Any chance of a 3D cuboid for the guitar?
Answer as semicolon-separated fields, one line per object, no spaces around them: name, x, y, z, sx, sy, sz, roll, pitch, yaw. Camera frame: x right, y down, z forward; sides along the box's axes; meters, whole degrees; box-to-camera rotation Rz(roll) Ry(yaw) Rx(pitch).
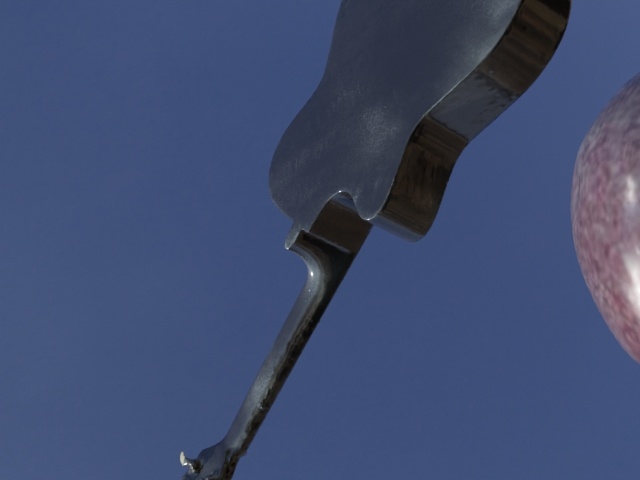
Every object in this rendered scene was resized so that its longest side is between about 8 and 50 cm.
guitar;0.000;0.000;0.364;0.025;0.088;0.233;25;-83;-36

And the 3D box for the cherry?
cherry;0.197;-0.011;0.531;0.140;0.176;0.176;30;-124;-51
